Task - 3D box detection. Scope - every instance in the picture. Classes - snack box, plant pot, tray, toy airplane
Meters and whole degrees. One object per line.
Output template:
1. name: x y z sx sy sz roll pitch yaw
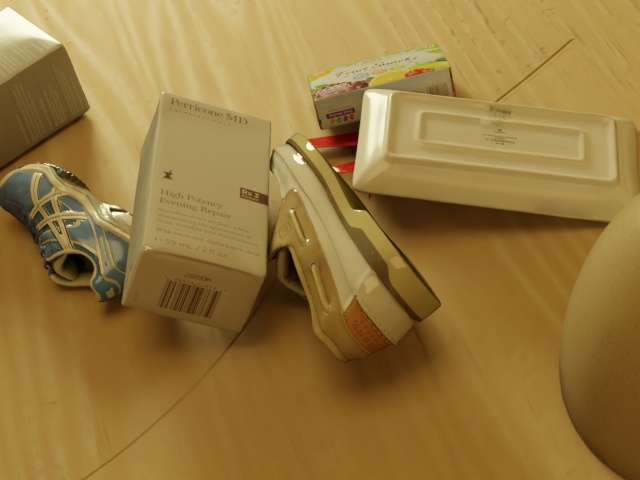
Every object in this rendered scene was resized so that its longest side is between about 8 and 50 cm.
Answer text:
1. snack box: 0.061 -0.159 1.572 0.141 0.037 0.100 -13 21 0
2. plant pot: 0.328 0.045 1.219 0.284 0.191 0.284 -7 45 7
3. tray: 0.171 -0.090 1.460 0.270 0.030 0.145 7 46 1
4. toy airplane: 0.050 -0.094 1.531 0.151 0.028 0.151 -6 36 4

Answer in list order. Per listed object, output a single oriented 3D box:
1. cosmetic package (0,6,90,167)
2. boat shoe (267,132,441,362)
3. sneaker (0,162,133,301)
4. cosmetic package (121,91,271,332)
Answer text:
1. cosmetic package: -0.384 -0.136 1.639 0.238 0.107 0.127 -37 48 -18
2. boat shoe: 0.000 0.000 1.395 0.103 0.113 0.302 -40 32 4
3. sneaker: -0.249 -0.010 1.493 0.211 0.080 0.081 26 55 34
4. cosmetic package: -0.112 -0.030 1.430 0.117 0.085 0.231 14 41 -14
